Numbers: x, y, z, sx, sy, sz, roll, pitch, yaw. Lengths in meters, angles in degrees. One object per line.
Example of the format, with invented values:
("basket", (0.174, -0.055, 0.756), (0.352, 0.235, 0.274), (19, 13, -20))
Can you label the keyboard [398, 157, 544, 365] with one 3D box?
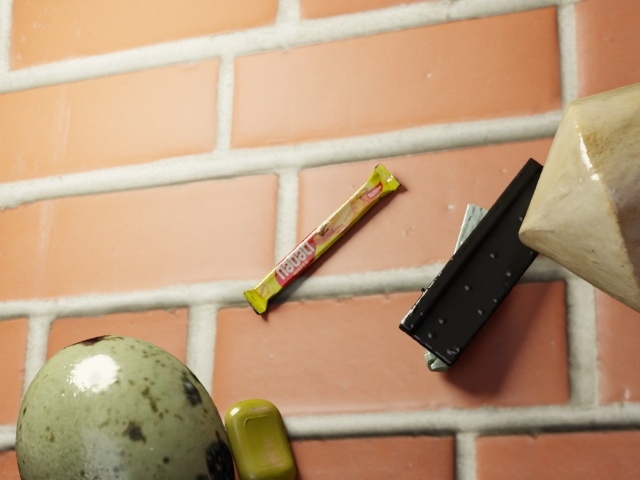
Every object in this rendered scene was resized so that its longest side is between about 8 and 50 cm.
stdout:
("keyboard", (0.234, 0.025, 1.702), (0.101, 0.018, 0.310), (37, 80, 9))

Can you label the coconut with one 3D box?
("coconut", (0.404, -0.058, 1.554), (0.328, 0.329, 0.329), (-8, 69, 21))

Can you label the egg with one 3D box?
("egg", (-0.264, 0.306, 1.704), (0.287, 0.287, 0.379), (-43, 65, 4))

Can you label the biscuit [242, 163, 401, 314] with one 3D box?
("biscuit", (0.000, 0.000, 1.848), (0.292, 0.026, 0.048), (-43, 80, 4))

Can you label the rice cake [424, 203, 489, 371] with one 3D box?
("rice cake", (0.192, 0.068, 1.727), (0.042, 0.045, 0.245), (13, 76, 13))

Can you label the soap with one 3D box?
("soap", (-0.086, 0.293, 1.753), (0.045, 0.088, 0.140), (-54, 47, 51))
